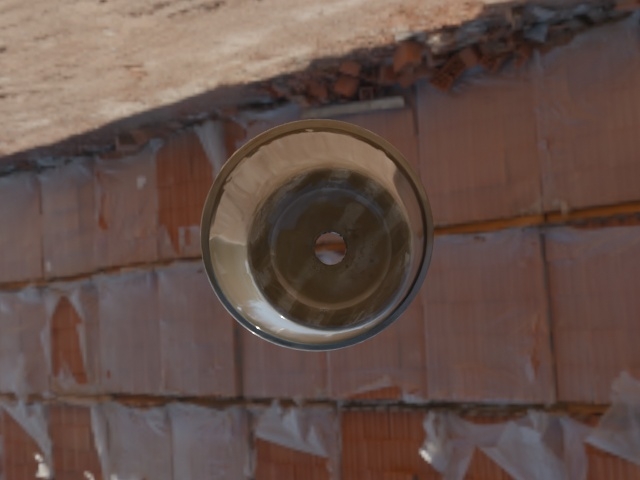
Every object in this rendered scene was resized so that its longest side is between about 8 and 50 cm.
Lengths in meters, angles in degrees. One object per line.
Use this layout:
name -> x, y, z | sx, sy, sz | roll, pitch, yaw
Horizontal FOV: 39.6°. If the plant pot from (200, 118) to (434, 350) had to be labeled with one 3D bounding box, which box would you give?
plant pot -> 0.000, 0.000, 1.119 | 0.323, 0.323, 0.280 | -2, -176, -3
